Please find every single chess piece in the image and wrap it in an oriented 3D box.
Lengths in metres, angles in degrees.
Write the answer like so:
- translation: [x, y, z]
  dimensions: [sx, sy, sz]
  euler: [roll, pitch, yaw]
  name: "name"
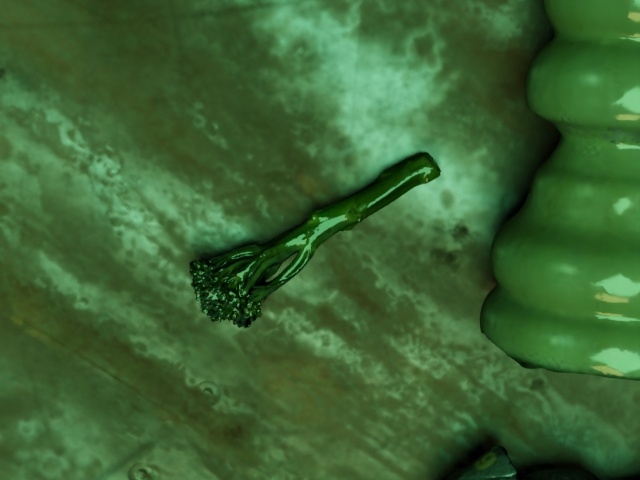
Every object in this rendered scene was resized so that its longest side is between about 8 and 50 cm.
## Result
- translation: [0.219, -0.080, 0.846]
  dimensions: [0.182, 0.182, 0.330]
  euler: [3, 101, -2]
  name: "chess piece"

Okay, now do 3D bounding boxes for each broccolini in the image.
- translation: [-0.001, -0.001, 0.914]
  dimensions: [0.216, 0.058, 0.067]
  euler: [-29, 101, 6]
  name: "broccolini"

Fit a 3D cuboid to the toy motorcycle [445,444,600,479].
- translation: [0.200, 0.253, 0.965]
  dimensions: [0.307, 0.108, 0.173]
  euler: [0, 100, -3]
  name: "toy motorcycle"
